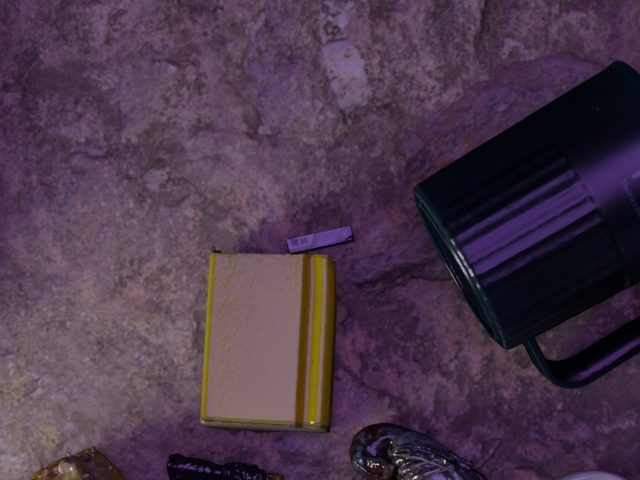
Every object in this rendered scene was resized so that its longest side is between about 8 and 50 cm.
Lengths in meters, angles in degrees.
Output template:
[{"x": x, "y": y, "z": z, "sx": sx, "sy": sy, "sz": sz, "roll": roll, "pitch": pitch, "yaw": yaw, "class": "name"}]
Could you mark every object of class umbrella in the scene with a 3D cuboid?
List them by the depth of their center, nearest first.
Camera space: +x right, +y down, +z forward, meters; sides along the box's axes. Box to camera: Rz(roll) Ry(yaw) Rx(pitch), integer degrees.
[{"x": -0.116, "y": 0.284, "z": 1.953, "sx": 0.143, "sy": 0.040, "sz": 0.037, "roll": 8, "pitch": 88, "yaw": 8, "class": "umbrella"}]

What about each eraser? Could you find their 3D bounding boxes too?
[{"x": -0.061, "y": 0.126, "z": 1.963, "sx": 0.158, "sy": 0.069, "sz": 0.226, "roll": 3, "pitch": 80, "yaw": 3, "class": "eraser"}]

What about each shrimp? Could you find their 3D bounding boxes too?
[{"x": 0.141, "y": 0.279, "z": 1.911, "sx": 0.232, "sy": 0.090, "sz": 0.079, "roll": 22, "pitch": 62, "yaw": 21, "class": "shrimp"}]

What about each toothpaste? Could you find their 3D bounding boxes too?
[{"x": 0.000, "y": 0.000, "z": 2.009, "sx": 0.083, "sy": 0.017, "sz": 0.020, "roll": -12, "pitch": 80, "yaw": 1, "class": "toothpaste"}]

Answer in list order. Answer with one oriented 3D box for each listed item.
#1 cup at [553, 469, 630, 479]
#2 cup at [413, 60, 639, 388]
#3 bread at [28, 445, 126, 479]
[{"x": 0.315, "y": 0.424, "z": 1.818, "sx": 0.274, "sy": 0.259, "sz": 0.357, "roll": -26, "pitch": 48, "yaw": -2, "class": "cup"}, {"x": 0.293, "y": -0.016, "z": 1.911, "sx": 0.292, "sy": 0.308, "sz": 0.242, "roll": -29, "pitch": 47, "yaw": -2, "class": "cup"}, {"x": -0.271, "y": 0.373, "z": 1.905, "sx": 0.174, "sy": 0.121, "sz": 0.245, "roll": -39, "pitch": 82, "yaw": 3, "class": "bread"}]
